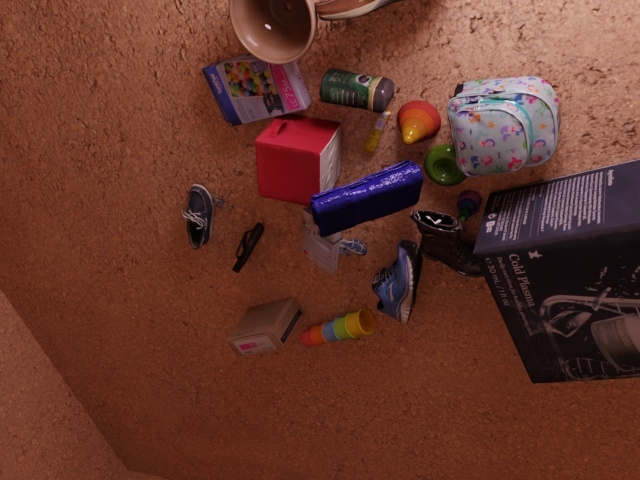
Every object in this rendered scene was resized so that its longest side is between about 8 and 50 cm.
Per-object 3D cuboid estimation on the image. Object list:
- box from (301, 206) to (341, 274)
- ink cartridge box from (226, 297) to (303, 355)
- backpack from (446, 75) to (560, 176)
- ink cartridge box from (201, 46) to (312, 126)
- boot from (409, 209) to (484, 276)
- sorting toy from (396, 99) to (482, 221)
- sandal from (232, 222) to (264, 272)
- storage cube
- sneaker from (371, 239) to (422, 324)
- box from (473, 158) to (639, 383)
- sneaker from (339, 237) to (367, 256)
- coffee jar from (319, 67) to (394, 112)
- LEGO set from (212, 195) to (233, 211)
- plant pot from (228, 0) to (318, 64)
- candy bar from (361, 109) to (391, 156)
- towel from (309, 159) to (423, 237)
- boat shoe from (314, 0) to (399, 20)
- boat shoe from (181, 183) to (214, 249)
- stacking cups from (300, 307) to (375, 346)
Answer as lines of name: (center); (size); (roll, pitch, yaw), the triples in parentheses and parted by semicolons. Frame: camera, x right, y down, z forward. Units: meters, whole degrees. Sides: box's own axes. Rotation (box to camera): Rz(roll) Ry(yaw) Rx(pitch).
box: (0.000, 0.000, 2.002); (0.145, 0.038, 0.186); (37, 139, 33)
ink cartridge box: (-0.204, 0.320, 2.302); (0.234, 0.193, 0.088); (-16, 118, 36)
backpack: (0.442, -0.273, 1.498); (0.253, 0.191, 0.225); (-3, 124, 23)
ink cartridge box: (-0.195, -0.433, 1.770); (0.311, 0.065, 0.186); (-5, 124, 32)
boot: (0.379, 0.005, 1.754); (0.262, 0.091, 0.229); (16, 160, 17)
sorting toy: (0.312, -0.192, 1.663); (0.127, 0.126, 0.366); (-22, 114, 38)
sandal: (-0.265, 0.027, 2.157); (0.054, 0.097, 0.254); (33, 134, -2)
storage cube: (-0.059, -0.229, 1.782); (0.193, 0.184, 0.215); (12, 130, 16)
sneaker: (0.233, 0.131, 1.969); (0.147, 0.130, 0.330); (15, 132, 13)
box: (0.709, 0.088, 1.581); (0.471, 0.297, 0.480); (-14, 119, 32)
sneaker: (0.090, 0.027, 2.015); (0.135, 0.052, 0.058); (18, 138, 26)
coffee jar: (0.097, -0.391, 1.629); (0.184, 0.096, 0.079); (15, 135, 16)
LEGO set: (-0.337, -0.124, 2.120); (0.083, 0.023, 0.054); (18, 132, 13)
plant pot: (-0.103, -0.574, 1.565); (0.237, 0.110, 0.238); (15, 131, 18)
candy bar: (0.154, -0.299, 1.729); (0.040, 0.018, 0.162); (24, 133, 3)
towel: (0.124, -0.115, 1.714); (0.308, 0.076, 0.228); (-19, 162, -3)
boat shoe: (0.137, -0.600, 1.432); (0.323, 0.123, 0.120); (-10, 116, 23)
boat shoe: (-0.429, -0.078, 2.166); (0.095, 0.079, 0.255); (21, 133, 10)
stacking cups: (0.047, 0.322, 2.249); (0.316, 0.096, 0.096); (-20, 115, 39)
